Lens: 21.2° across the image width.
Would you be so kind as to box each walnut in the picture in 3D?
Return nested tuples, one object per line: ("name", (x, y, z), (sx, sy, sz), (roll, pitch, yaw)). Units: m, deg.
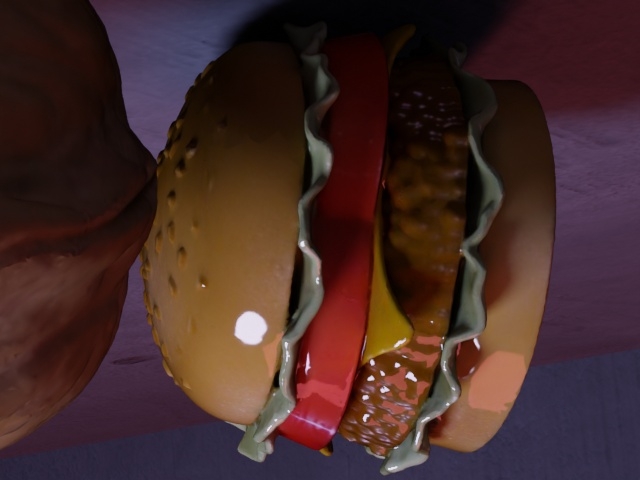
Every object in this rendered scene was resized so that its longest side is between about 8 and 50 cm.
("walnut", (-0.225, -0.029, 0.760), (0.313, 0.277, 0.252), (-1, 168, -25))

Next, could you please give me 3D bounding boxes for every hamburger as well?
("hamburger", (0.000, 0.000, 1.013), (0.212, 0.274, 0.274), (9, 164, -11))
